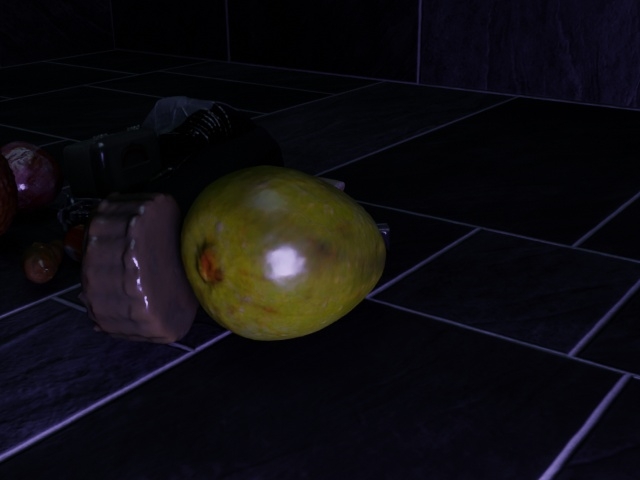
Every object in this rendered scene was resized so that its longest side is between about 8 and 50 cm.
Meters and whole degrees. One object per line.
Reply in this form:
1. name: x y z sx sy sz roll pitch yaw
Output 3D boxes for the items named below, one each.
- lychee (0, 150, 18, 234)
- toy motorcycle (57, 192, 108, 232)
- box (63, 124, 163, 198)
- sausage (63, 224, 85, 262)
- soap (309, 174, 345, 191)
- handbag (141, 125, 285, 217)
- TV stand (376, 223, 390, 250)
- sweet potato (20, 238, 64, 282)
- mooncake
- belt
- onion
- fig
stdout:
1. lychee: -0.694 -0.091 1.585 0.260 0.260 0.260 0 21 0
2. toy motorcycle: -0.461 -0.054 1.656 0.122 0.080 0.215 -1 3 -2
3. box: -0.465 -0.175 1.926 0.129 0.148 0.210 2 17 31
4. sausage: -0.375 0.020 1.498 0.264 0.083 0.083 17 27 40
5. soap: -0.095 -0.090 1.774 0.257 0.080 0.160 13 25 30
6. handbag: -0.249 -0.072 1.621 0.288 0.152 0.342 -6 31 26
7. TV stand: 0.000 0.000 1.581 0.256 0.049 0.040 -2 22 -5
8. sweet potato: -0.489 0.032 1.496 0.068 0.068 0.226 -4 13 -8
9. mooncake: -0.267 0.040 1.247 0.124 0.228 0.228 -4 20 14
10. belt: -0.297 -0.243 2.008 0.289 0.184 0.164 12 6 32
11. onion: -0.632 -0.109 1.775 0.159 0.159 0.195 8 52 21
12. fig: -0.037 0.016 1.264 0.326 0.258 0.258 -1 17 -39
